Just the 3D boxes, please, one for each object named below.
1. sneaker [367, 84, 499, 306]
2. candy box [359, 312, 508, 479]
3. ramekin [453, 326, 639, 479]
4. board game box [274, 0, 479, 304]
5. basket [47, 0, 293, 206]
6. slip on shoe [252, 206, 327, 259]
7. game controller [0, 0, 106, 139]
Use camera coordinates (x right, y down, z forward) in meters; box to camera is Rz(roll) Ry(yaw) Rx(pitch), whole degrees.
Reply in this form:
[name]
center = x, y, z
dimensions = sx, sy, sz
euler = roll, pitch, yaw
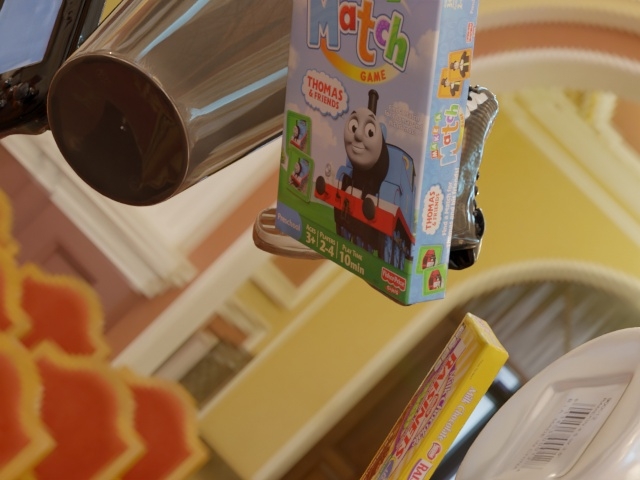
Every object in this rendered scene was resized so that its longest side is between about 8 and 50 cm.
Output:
[sneaker]
center = 0.094, -0.031, 1.267
dimensions = 0.106, 0.234, 0.078
euler = 48, -41, -10
[candy box]
center = 0.090, 0.165, 1.364
dimensions = 0.027, 0.206, 0.105
euler = 30, 8, -12
[ramekin]
center = 0.239, 0.201, 1.322
dimensions = 0.135, 0.277, 0.277
euler = 47, -2, -12
[board game box]
center = 0.033, -0.084, 1.048
dimensions = 0.039, 0.212, 0.160
euler = -7, 23, -34
[basket]
center = -0.099, -0.133, 1.250
dimensions = 0.204, 0.154, 0.227
euler = 35, 41, 7
[slip on shoe]
center = 0.000, 0.000, 1.537
dimensions = 0.041, 0.135, 0.051
euler = 110, -20, -51
[game controller]
center = -0.294, -0.239, 1.647
dimensions = 0.166, 0.319, 0.067
euler = -6, -35, 28
